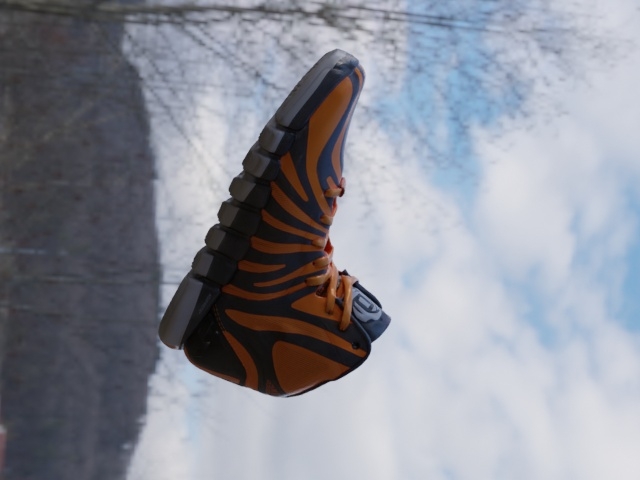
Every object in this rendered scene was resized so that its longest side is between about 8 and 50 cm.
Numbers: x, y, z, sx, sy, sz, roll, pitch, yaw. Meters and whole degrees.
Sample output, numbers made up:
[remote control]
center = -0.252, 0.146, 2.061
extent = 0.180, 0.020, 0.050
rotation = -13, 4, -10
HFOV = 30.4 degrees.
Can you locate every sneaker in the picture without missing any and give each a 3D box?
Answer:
[sneaker]
center = 0.000, 0.000, 1.045
extent = 0.321, 0.180, 0.124
rotation = -61, 179, 23
